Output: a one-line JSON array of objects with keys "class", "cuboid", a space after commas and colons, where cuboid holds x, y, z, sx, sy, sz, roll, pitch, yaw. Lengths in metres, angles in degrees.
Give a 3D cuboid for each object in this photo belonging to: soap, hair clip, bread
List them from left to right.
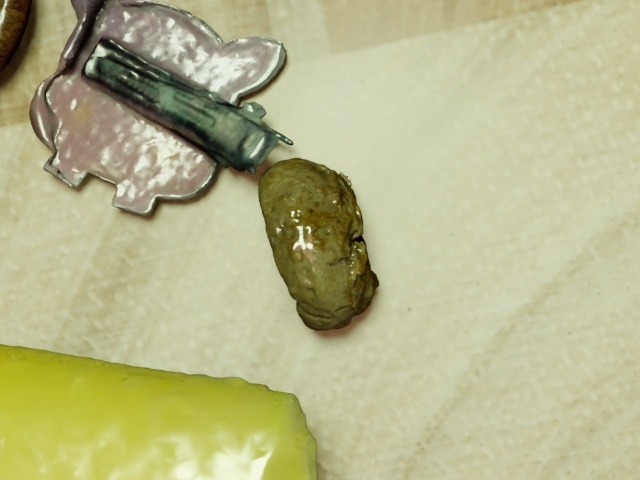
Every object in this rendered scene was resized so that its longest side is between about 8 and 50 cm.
[{"class": "soap", "cuboid": [-0.211, 0.216, 0.660, 0.427, 0.115, 0.306, 4, 89, 7]}, {"class": "hair clip", "cuboid": [-0.107, -0.089, 0.717, 0.187, 0.056, 0.146, 24, 88, 16]}, {"class": "bread", "cuboid": [0.000, 0.000, 0.678, 0.060, 0.082, 0.113, -17, 86, 1]}]

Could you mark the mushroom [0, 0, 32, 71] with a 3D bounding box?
[{"class": "mushroom", "cuboid": [-0.249, -0.159, 0.732, 0.123, 0.052, 0.123, -1, 77, 5]}]
